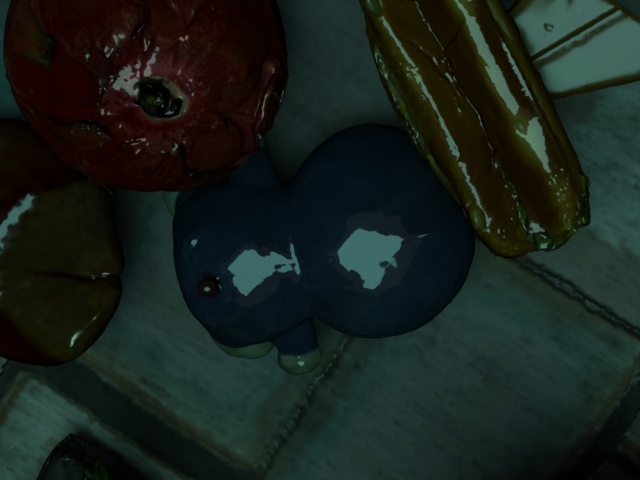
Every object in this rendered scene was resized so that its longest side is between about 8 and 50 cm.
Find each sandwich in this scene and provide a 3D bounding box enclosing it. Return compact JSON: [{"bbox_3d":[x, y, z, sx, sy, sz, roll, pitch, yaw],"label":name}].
[{"bbox_3d":[0.188,-0.123,1.071,0.144,0.117,0.187,42,105,1],"label":"sandwich"}]

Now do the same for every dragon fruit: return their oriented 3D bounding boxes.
[{"bbox_3d":[-0.136,-0.151,1.042,0.241,0.252,0.241,-13,141,-11],"label":"dragon fruit"}]

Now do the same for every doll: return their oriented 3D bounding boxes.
[{"bbox_3d":[0.000,0.000,1.124,0.258,0.154,0.228,-14,97,4],"label":"doll"}]

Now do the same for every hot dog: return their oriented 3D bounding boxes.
[{"bbox_3d":[0.113,-0.107,0.991,0.115,0.072,0.269,-24,99,15],"label":"hot dog"}]

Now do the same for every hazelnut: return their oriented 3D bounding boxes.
[{"bbox_3d":[-0.268,-0.002,1.151,0.181,0.181,0.212,4,108,-22],"label":"hazelnut"}]

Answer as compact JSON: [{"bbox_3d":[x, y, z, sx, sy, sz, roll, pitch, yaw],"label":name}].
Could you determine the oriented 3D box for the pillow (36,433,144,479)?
[{"bbox_3d":[-0.168,0.363,1.253,0.326,0.101,0.228,33,102,-2],"label":"pillow"}]

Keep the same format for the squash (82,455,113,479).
[{"bbox_3d":[-0.154,0.355,1.156,0.094,0.094,0.341,-11,98,11],"label":"squash"}]
